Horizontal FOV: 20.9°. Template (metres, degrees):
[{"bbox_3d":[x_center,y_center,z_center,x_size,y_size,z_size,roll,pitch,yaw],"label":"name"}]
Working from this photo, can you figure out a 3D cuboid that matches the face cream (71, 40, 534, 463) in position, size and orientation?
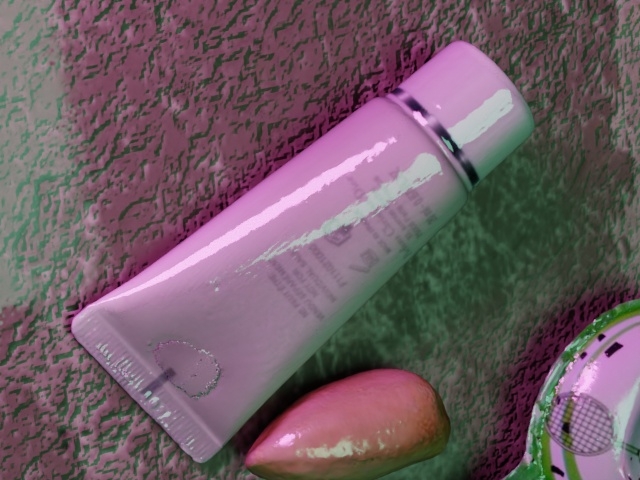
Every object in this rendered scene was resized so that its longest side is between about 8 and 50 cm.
[{"bbox_3d":[0.000,0.000,1.112,0.314,0.089,0.143,-42,120,-5],"label":"face cream"}]

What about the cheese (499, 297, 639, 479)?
[{"bbox_3d":[0.204,0.168,1.262,0.320,0.083,0.204,-42,119,-15],"label":"cheese"}]

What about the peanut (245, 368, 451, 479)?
[{"bbox_3d":[0.019,0.129,1.154,0.152,0.076,0.076,-11,108,-25],"label":"peanut"}]
